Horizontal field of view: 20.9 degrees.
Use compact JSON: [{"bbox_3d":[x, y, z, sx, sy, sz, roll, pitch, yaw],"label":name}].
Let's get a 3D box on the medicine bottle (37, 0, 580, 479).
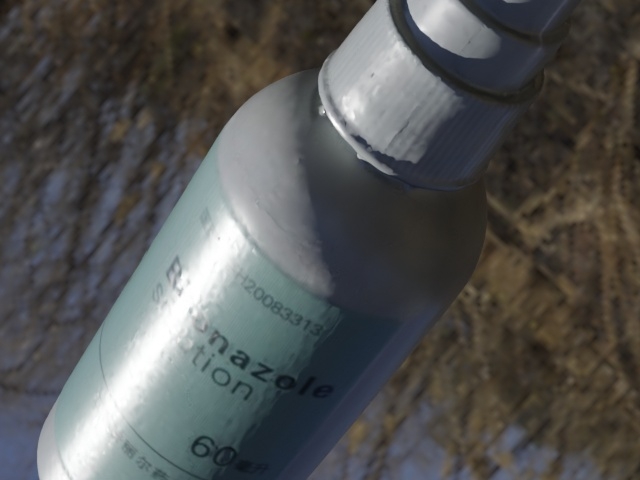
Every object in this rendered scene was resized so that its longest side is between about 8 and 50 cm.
[{"bbox_3d":[0.000,0.000,0.670,0.110,0.352,0.110,20,-138,-18],"label":"medicine bottle"}]
